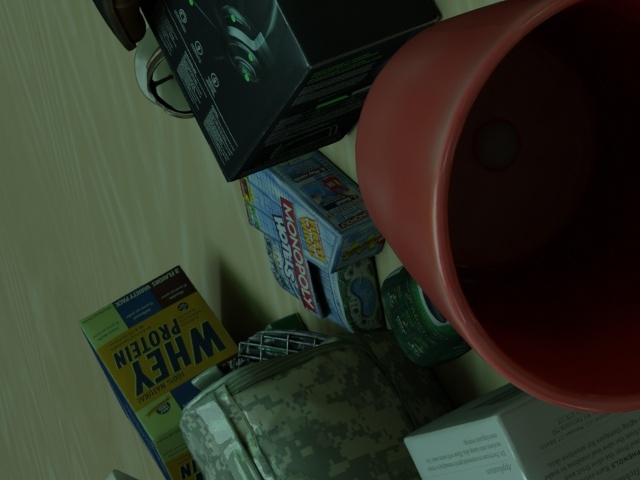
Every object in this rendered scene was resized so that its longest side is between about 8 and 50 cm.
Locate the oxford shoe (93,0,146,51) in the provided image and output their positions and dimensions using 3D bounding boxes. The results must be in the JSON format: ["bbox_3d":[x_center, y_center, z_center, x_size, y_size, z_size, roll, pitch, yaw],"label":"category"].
[{"bbox_3d":[-0.172,-0.237,1.656,0.076,0.076,0.212,56,169,22],"label":"oxford shoe"}]

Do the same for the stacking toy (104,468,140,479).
[{"bbox_3d":[-0.107,0.367,2.192,0.130,0.309,0.279,-50,34,30],"label":"stacking toy"}]

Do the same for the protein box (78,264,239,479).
[{"bbox_3d":[-0.150,0.180,2.148,0.201,0.136,0.200,51,167,40],"label":"protein box"}]

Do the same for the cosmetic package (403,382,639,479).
[{"bbox_3d":[0.230,0.285,1.501,0.365,0.155,0.197,65,157,1],"label":"cosmetic package"}]

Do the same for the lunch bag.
[{"bbox_3d":[0.019,0.245,1.719,0.212,0.256,0.305,-36,74,26],"label":"lunch bag"}]

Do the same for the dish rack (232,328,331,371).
[{"bbox_3d":[-0.005,0.226,1.951,0.208,0.074,0.271,7,100,40],"label":"dish rack"}]

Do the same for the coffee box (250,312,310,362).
[{"bbox_3d":[-0.011,0.180,2.047,0.184,0.040,0.113,59,155,15],"label":"coffee box"}]

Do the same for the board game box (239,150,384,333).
[{"bbox_3d":[0.000,0.000,1.838,0.194,0.060,0.194,31,138,54],"label":"board game box"}]

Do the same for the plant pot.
[{"bbox_3d":[0.154,-0.048,1.265,0.243,0.275,0.275,-150,42,-69],"label":"plant pot"}]

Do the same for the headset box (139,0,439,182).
[{"bbox_3d":[-0.045,-0.224,1.638,0.246,0.131,0.283,62,156,11],"label":"headset box"}]

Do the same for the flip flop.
[{"bbox_3d":[-0.132,-0.166,1.933,0.277,0.080,0.112,21,130,58],"label":"flip flop"}]

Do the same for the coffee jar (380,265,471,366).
[{"bbox_3d":[0.121,0.042,1.599,0.096,0.079,0.184,67,157,7],"label":"coffee jar"}]
